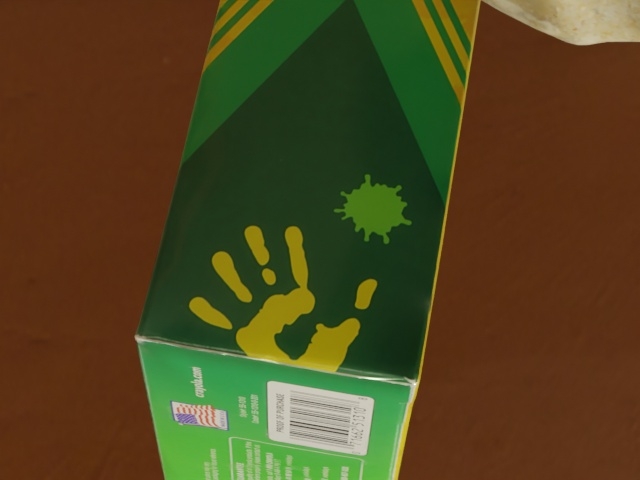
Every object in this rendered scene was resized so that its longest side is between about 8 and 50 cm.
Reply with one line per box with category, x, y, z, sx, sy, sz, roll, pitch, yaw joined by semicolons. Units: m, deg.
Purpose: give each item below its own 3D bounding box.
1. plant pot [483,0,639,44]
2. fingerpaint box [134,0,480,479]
plant pot;0.156;-0.247;0.607;0.334;0.334;0.305;27;-111;12
fingerpaint box;0.000;0.000;1.105;0.163;0.445;0.371;10;-116;3
